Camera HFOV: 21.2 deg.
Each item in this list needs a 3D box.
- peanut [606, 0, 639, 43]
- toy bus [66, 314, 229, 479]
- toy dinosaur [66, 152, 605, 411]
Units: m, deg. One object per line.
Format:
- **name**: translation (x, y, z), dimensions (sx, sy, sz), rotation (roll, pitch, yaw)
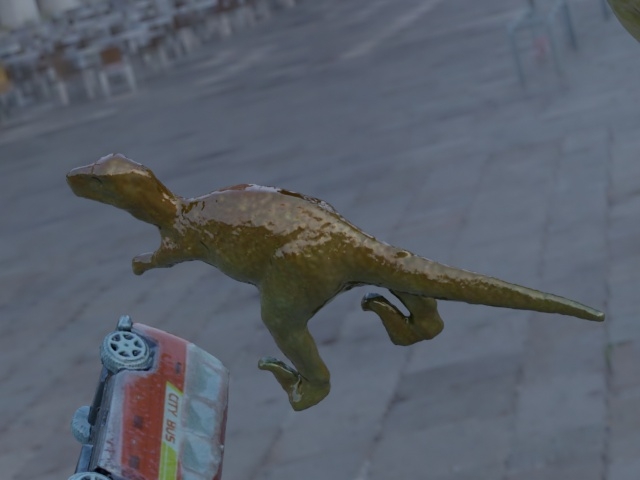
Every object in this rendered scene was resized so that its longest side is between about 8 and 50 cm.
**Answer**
- **peanut**: translation (0.174, -0.177, 0.702), dimensions (0.147, 0.305, 0.147), rotation (-8, 56, 13)
- **toy bus**: translation (-0.138, 0.179, 1.322), dimensions (0.120, 0.121, 0.265), rotation (15, 38, -9)
- **toy dinosaur**: translation (0.000, 0.000, 0.594), dimensions (0.162, 0.126, 0.039), rotation (-18, 34, 40)
